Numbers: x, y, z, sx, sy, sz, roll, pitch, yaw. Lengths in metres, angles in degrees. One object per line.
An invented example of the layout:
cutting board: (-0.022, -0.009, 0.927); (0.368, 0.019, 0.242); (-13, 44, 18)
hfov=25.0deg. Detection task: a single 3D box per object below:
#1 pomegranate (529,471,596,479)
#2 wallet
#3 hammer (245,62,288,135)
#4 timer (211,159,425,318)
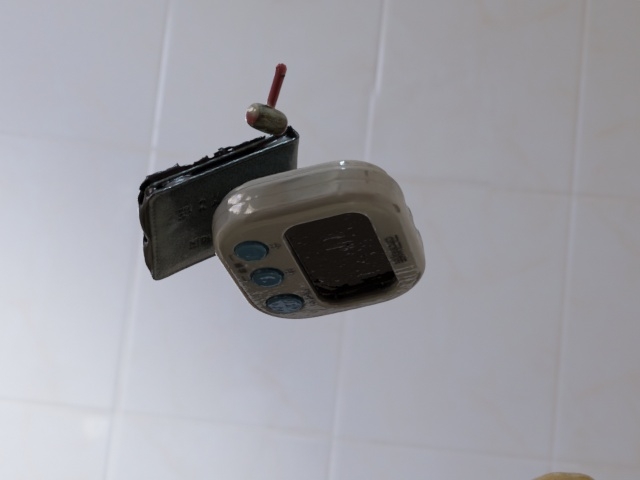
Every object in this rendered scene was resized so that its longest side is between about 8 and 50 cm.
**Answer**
pomegranate: (0.371, 0.453, 2.178); (0.207, 0.207, 0.207); (6, -9, 1)
wallet: (-0.125, -0.044, 1.803); (0.222, 0.036, 0.167); (-21, -39, -22)
hammer: (-0.055, -0.165, 1.670); (0.052, 0.083, 0.031); (18, -3, -39)
timer: (0.000, 0.000, 1.778); (0.237, 0.087, 0.262); (-14, -33, 9)
